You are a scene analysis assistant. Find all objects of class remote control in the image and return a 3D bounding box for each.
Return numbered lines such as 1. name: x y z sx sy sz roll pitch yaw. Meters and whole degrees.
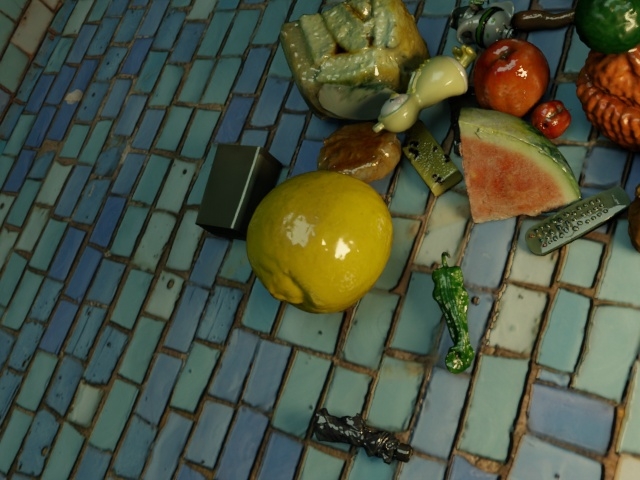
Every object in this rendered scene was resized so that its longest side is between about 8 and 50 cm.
1. remote control: 0.539 -0.039 1.387 0.222 0.042 0.072 -29 56 16

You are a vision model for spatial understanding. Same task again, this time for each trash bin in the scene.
1. trash bin: -0.226 -0.131 1.817 0.164 0.122 0.240 7 73 31

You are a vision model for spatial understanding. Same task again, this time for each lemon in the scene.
1. lemon: 0.000 0.000 1.504 0.348 0.348 0.348 -12 63 24

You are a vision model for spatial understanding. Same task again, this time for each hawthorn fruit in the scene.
1. hawthorn fruit: 0.438 -0.374 1.518 0.189 0.189 0.189 -12 63 24
2. hawthorn fruit: 0.520 -0.276 1.484 0.093 0.093 0.093 -12 63 24

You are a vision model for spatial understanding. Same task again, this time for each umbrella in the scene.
1. umbrella: 0.093 0.417 1.417 0.224 0.080 0.071 12 39 29

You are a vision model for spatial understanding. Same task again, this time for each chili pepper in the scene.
1. chili pepper: 0.284 0.154 1.406 0.074 0.100 0.257 -22 61 26

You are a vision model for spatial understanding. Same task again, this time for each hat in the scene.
1. hat: 0.637 -0.363 1.265 0.285 0.400 0.285 -12 60 21

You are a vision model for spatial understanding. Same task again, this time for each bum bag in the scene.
1. bum bag: 0.354 -0.300 1.608 0.087 0.049 0.198 -15 62 29

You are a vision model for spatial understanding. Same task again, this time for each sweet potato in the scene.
1. sweet potato: 0.564 -0.542 1.605 0.214 0.050 0.050 3 69 26

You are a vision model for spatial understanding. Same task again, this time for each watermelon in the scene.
1. watermelon: 0.408 -0.163 1.442 0.310 0.232 0.193 14 66 -13

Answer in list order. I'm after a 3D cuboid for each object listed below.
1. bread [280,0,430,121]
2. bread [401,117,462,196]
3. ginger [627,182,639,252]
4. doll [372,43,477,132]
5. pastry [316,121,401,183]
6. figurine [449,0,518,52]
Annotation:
1. bread: 0.067 -0.444 1.719 0.395 0.239 0.264 -8 64 27
2. bread: 0.257 -0.214 1.622 0.088 0.049 0.226 -37 54 10
3. ginger: 0.713 -0.114 1.252 0.321 0.165 0.172 -37 90 21
4. doll: 0.241 -0.356 1.571 0.296 0.117 0.141 -33 22 -6
5. pastry: 0.091 -0.214 1.655 0.218 0.100 0.229 -24 41 0
6. figurine: 0.408 -0.536 1.649 0.192 0.126 0.147 32 127 37
